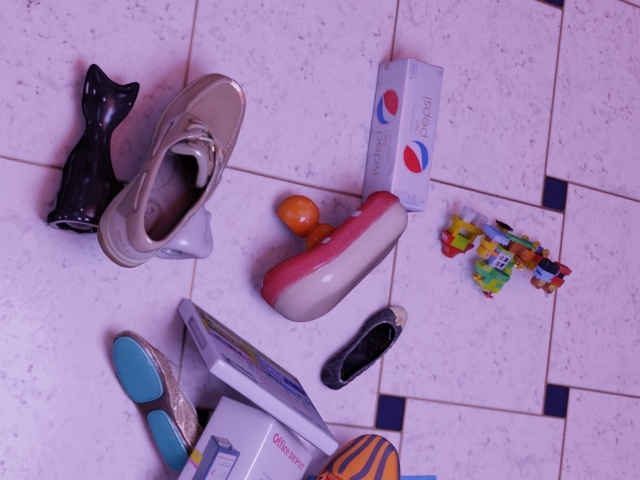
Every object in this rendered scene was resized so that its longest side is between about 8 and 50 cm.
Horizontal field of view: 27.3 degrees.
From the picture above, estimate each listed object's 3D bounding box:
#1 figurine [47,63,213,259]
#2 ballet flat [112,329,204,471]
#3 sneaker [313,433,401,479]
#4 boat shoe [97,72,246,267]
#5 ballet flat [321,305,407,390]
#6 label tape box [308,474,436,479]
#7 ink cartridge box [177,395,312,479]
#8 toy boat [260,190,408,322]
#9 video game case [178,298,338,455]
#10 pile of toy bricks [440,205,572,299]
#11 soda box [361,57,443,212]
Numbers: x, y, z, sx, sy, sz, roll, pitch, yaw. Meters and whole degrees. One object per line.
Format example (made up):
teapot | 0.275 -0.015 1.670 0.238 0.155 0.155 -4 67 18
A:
figurine | -0.223 -0.097 1.676 0.215 0.092 0.209 18 75 -33
ballet flat | -0.204 0.199 1.698 0.067 0.073 0.206 -43 117 -55
sneaker | 0.003 0.353 1.683 0.321 0.125 0.180 -56 152 -31
boat shoe | -0.161 -0.096 1.613 0.109 0.098 0.302 44 54 -20
ballet flat | 0.071 0.156 1.883 0.173 0.049 0.057 -43 112 -27
label tape box | 0.111 0.493 1.832 0.241 0.106 0.333 7 75 -34
ink cartridge box | -0.112 0.330 1.695 0.212 0.093 0.154 -61 150 -17
toy boat | 0.000 0.000 1.807 0.151 0.151 0.231 43 62 8
video game case | -0.083 0.175 1.701 0.212 0.193 0.023 39 95 -27
pile of toy bricks | 0.276 0.040 2.005 0.212 0.118 0.105 22 109 -41
soda box | 0.119 -0.151 1.910 0.069 0.074 0.216 13 82 -33
